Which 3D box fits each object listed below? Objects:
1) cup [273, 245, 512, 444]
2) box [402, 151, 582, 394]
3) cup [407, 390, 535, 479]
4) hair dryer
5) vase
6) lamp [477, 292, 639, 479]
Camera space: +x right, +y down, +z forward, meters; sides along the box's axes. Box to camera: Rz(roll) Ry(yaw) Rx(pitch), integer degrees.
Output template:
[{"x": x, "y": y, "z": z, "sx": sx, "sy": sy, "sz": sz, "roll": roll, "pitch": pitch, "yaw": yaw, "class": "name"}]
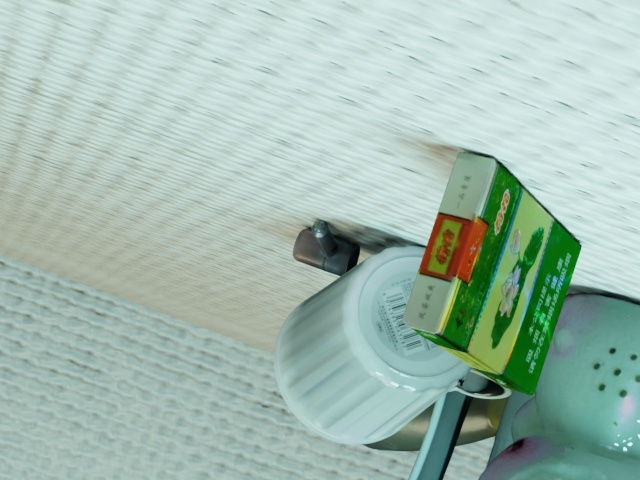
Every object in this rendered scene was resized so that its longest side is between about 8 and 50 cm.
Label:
[{"x": 0.085, "y": 0.096, "z": 1.828, "sx": 0.221, "sy": 0.167, "sz": 0.202, "roll": -13, "pitch": 168, "yaw": -22, "class": "cup"}, {"x": 0.133, "y": 0.031, "z": 1.368, "sx": 0.034, "sy": 0.132, "sz": 0.235, "roll": 16, "pitch": 171, "yaw": 27, "class": "box"}, {"x": 0.269, "y": 0.264, "z": 1.986, "sx": 0.331, "sy": 0.311, "sz": 0.257, "roll": 19, "pitch": 172, "yaw": 3, "class": "cup"}, {"x": 0.000, "y": 0.000, "z": 1.860, "sx": 0.063, "sy": 0.037, "sz": 0.114, "roll": 19, "pitch": 165, "yaw": 15, "class": "hair dryer"}, {"x": 0.190, "y": 0.201, "z": 2.351, "sx": 0.321, "sy": 0.173, "sz": 0.173, "roll": 3, "pitch": 163, "yaw": 43, "class": "vase"}, {"x": 0.251, "y": 0.205, "z": 1.653, "sx": 0.247, "sy": 0.301, "sz": 0.247, "roll": 16, "pitch": 172, "yaw": 15, "class": "lamp"}]
